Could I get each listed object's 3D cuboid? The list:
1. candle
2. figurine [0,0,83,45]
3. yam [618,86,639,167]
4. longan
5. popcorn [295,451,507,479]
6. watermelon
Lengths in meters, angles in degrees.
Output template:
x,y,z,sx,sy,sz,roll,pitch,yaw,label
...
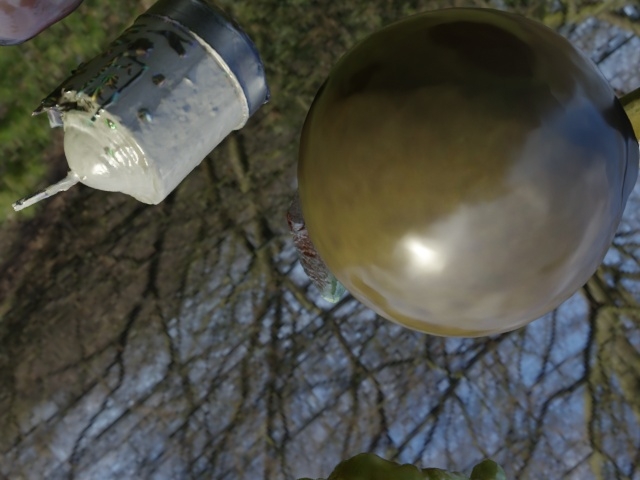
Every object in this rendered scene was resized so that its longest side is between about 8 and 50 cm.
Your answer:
x,y,z,sx,sy,sz,roll,pitch,yaw,label
-0.221,-0.140,1.291,0.330,0.187,0.187,-47,-172,-22,candle
-0.293,-0.344,0.914,0.206,0.365,0.218,-3,-171,-35,figurine
0.413,-0.159,1.003,0.371,0.083,0.083,-27,-167,42,yam
0.110,-0.050,0.803,0.258,0.258,0.258,-40,-174,5,longan
0.083,0.385,1.233,0.274,0.335,0.279,-69,173,-73,popcorn
0.009,0.002,1.509,0.094,0.180,0.081,-9,-174,23,watermelon
